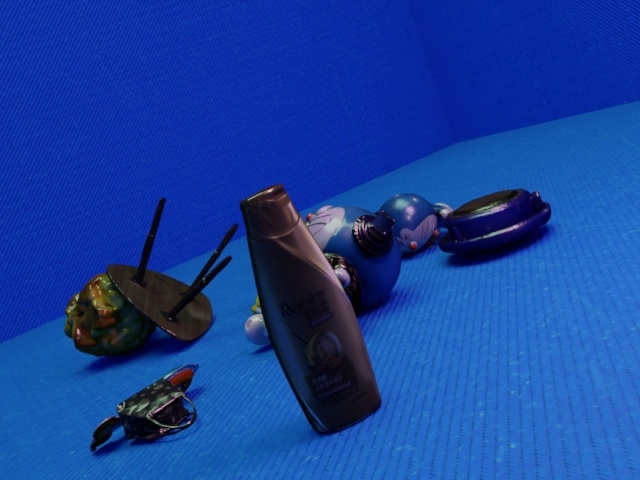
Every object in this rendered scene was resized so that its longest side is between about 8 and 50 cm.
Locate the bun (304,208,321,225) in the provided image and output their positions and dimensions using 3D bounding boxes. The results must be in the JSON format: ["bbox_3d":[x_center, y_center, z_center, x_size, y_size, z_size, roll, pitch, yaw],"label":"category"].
[{"bbox_3d":[0.000,0.000,2.239,0.222,0.127,0.222,-46,-10,-11],"label":"bun"}]

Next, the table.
[{"bbox_3d":[-0.363,0.053,1.849,0.249,0.317,0.317,-56,0,15],"label":"table"}]

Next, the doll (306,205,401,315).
[{"bbox_3d":[0.039,0.058,1.496,0.284,0.240,0.310,-47,5,41],"label":"doll"}]

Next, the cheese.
[{"bbox_3d":[-0.323,0.305,1.331,0.256,0.037,0.106,-33,-26,-43],"label":"cheese"}]

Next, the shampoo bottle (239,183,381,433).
[{"bbox_3d":[-0.022,0.093,1.005,0.126,0.350,0.084,-23,9,-19],"label":"shampoo bottle"}]

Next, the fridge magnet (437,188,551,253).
[{"bbox_3d":[0.393,-0.041,1.629,0.265,0.112,0.265,-21,7,3],"label":"fridge magnet"}]

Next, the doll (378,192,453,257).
[{"bbox_3d":[0.253,-0.041,1.905,0.215,0.161,0.257,-30,-15,38],"label":"doll"}]

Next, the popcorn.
[{"bbox_3d":[-0.566,0.211,1.974,0.265,0.225,0.332,-35,-2,3],"label":"popcorn"}]

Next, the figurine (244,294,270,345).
[{"bbox_3d":[-0.094,0.177,1.530,0.130,0.109,0.178,2,14,3],"label":"figurine"}]

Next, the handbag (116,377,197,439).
[{"bbox_3d":[-0.270,0.307,1.239,0.139,0.072,0.115,6,23,42],"label":"handbag"}]
